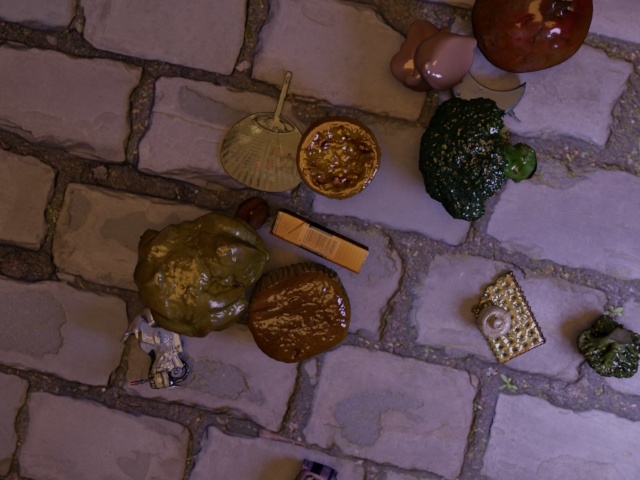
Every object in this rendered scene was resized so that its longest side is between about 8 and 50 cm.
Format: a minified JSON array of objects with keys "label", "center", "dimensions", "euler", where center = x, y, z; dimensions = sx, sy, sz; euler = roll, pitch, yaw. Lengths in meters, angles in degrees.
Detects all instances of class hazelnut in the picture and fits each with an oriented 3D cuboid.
[{"label":"hazelnut","center":[-0.172,-0.068,1.864],"dimensions":[0.086,0.086,0.086],"euler":[0,92,3]}]

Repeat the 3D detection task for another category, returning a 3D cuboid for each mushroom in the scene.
[{"label":"mushroom","center":[0.426,0.199,1.822],"dimensions":[0.083,0.067,0.083],"euler":[0,88,-3]}]

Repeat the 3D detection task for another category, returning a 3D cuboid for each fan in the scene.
[{"label":"fan","center":[-0.107,-0.248,1.880],"dimensions":[0.294,0.012,0.223],"euler":[-44,89,5]}]

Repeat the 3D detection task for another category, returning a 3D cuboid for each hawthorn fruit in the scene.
[{"label":"hawthorn fruit","center":[0.493,-0.523,1.692],"dimensions":[0.277,0.298,0.277],"euler":[-1,100,-8]}]

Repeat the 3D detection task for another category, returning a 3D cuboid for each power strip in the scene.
[{"label":"power strip","center":[0.410,-0.363,1.829],"dimensions":[0.216,0.044,0.137],"euler":[30,94,2]}]

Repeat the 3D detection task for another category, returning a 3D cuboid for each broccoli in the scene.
[{"label":"broccoli","center":[0.701,0.259,1.797],"dimensions":[0.162,0.138,0.146],"euler":[23,61,15]},{"label":"broccoli","center":[0.366,-0.203,1.756],"dimensions":[0.297,0.297,0.297],"euler":[-8,92,-27]}]

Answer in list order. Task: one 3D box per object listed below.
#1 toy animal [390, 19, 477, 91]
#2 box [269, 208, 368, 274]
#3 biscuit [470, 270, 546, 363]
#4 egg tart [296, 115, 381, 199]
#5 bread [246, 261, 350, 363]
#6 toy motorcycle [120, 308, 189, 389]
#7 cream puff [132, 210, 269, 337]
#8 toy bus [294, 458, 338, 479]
[{"label":"toy animal","center":[0.261,-0.432,1.767],"dimensions":[0.171,0.198,0.171],"euler":[-6,106,-24]},{"label":"box","center":[0.000,0.001,1.814],"dimensions":[0.237,0.152,0.070],"euler":[27,95,2]},{"label":"biscuit","center":[0.464,0.196,1.862],"dimensions":[0.144,0.016,0.203],"euler":[-28,91,4]},{"label":"egg tart","center":[0.044,-0.200,1.806],"dimensions":[0.202,0.147,0.202],"euler":[0,94,3]},{"label":"bread","center":[-0.053,0.173,1.829],"dimensions":[0.253,0.142,0.227],"euler":[-17,104,1]},{"label":"toy motorcycle","center":[-0.422,0.275,1.880],"dimensions":[0.150,0.102,0.221],"euler":[-14,91,-8]},{"label":"cream puff","center":[-0.259,0.085,1.737],"dimensions":[0.270,0.323,0.274],"euler":[-14,76,26]},{"label":"toy bus","center":[-0.039,0.655,1.874],"dimensions":[0.108,0.096,0.199],"euler":[31,97,6]}]
